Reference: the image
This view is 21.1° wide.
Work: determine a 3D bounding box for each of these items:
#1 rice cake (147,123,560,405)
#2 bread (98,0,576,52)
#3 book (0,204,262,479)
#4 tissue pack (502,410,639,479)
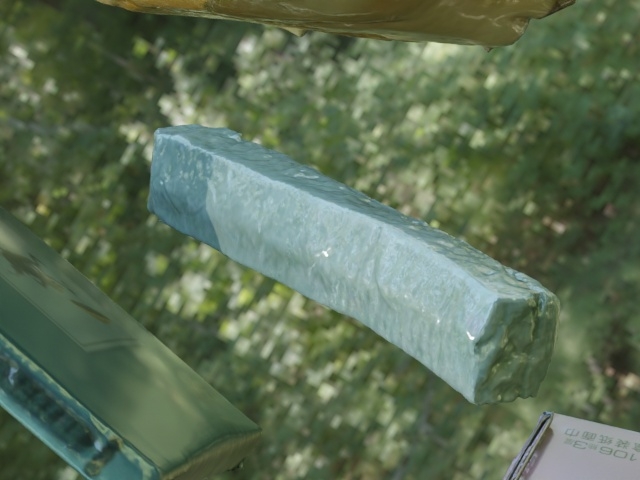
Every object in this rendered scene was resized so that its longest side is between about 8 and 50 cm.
[{"bbox_3d":[0.000,0.000,0.652,0.245,0.042,0.045,27,113,54],"label":"rice cake"},{"bbox_3d":[-0.025,-0.226,0.985,0.270,0.315,0.211,1,-85,-44],"label":"bread"},{"bbox_3d":[-0.191,-0.013,0.813,0.031,0.379,0.264,-51,-8,4],"label":"book"},{"bbox_3d":[0.184,0.170,0.666,0.092,0.246,0.148,-48,-38,-50],"label":"tissue pack"}]
